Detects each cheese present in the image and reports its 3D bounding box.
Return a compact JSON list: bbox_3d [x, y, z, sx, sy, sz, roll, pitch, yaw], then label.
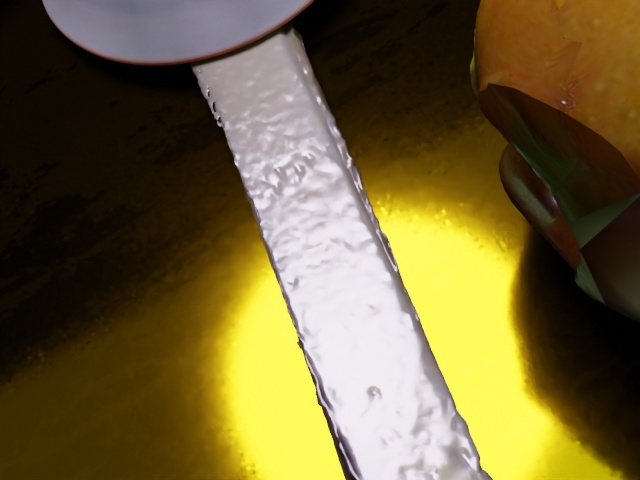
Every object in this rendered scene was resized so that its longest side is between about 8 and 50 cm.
[{"bbox_3d":[0.002,0.001,0.754,0.085,0.034,0.400,-21,62,-3],"label":"cheese"}]

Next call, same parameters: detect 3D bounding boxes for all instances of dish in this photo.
[{"bbox_3d":[-0.101,-0.254,0.855,0.260,0.085,0.260,-8,56,13],"label":"dish"}]

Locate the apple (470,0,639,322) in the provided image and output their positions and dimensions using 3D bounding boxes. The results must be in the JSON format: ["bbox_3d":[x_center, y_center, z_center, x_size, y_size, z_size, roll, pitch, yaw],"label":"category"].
[{"bbox_3d":[0.233,-0.121,0.614,0.374,0.374,0.384,-41,33,-9],"label":"apple"}]
